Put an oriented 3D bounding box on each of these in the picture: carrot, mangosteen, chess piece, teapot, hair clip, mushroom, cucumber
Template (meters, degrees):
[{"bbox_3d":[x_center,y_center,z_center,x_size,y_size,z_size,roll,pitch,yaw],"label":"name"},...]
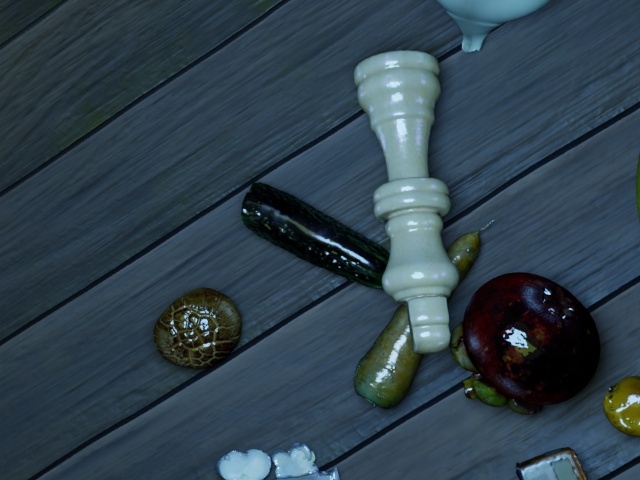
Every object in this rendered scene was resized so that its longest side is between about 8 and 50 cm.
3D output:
[{"bbox_3d":[0.143,0.092,1.507,0.078,0.078,0.298,32,88,14],"label":"carrot"},{"bbox_3d":[0.255,0.139,1.428,0.200,0.200,0.199,-1,85,14],"label":"mangosteen"},{"bbox_3d":[0.118,-0.048,1.464,0.117,0.117,0.397,-8,74,13],"label":"chess piece"},{"bbox_3d":[0.200,-0.428,1.489,0.220,0.149,0.318,-35,79,17],"label":"teapot"},{"bbox_3d":[-0.057,0.342,1.540,0.172,0.049,0.116,-10,78,15],"label":"hair clip"},{"bbox_3d":[-0.173,0.124,1.566,0.109,0.085,0.126,40,101,13],"label":"mushroom"},{"bbox_3d":[0.001,0.000,1.542,0.241,0.074,0.074,28,92,13],"label":"cucumber"}]

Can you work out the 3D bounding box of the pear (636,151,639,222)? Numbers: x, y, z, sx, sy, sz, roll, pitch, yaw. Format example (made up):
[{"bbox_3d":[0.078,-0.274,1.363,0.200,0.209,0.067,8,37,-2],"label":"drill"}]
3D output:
[{"bbox_3d":[0.509,-0.052,1.336,0.253,0.253,0.307,-10,73,13],"label":"pear"}]

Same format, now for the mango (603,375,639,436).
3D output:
[{"bbox_3d":[0.424,0.216,1.423,0.127,0.063,0.077,12,83,9],"label":"mango"}]

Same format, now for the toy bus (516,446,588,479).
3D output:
[{"bbox_3d":[0.358,0.461,1.403,0.092,0.093,0.408,-24,80,4],"label":"toy bus"}]
